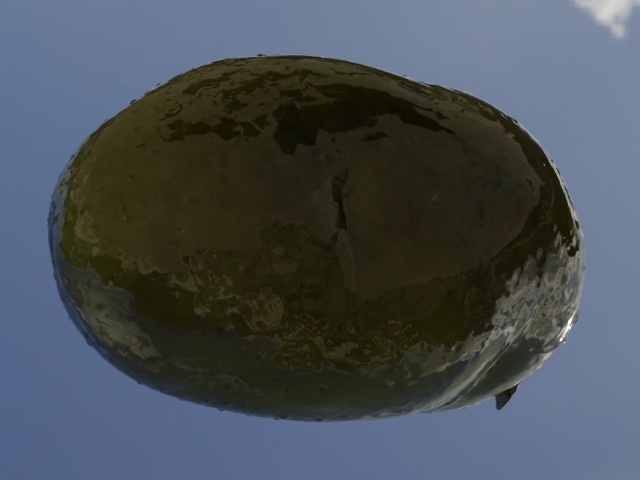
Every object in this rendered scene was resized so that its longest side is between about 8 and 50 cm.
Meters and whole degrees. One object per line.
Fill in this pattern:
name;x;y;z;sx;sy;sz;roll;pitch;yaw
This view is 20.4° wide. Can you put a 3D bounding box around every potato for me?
potato;0.000;0.000;0.804;0.248;0.169;0.143;1;158;-20
